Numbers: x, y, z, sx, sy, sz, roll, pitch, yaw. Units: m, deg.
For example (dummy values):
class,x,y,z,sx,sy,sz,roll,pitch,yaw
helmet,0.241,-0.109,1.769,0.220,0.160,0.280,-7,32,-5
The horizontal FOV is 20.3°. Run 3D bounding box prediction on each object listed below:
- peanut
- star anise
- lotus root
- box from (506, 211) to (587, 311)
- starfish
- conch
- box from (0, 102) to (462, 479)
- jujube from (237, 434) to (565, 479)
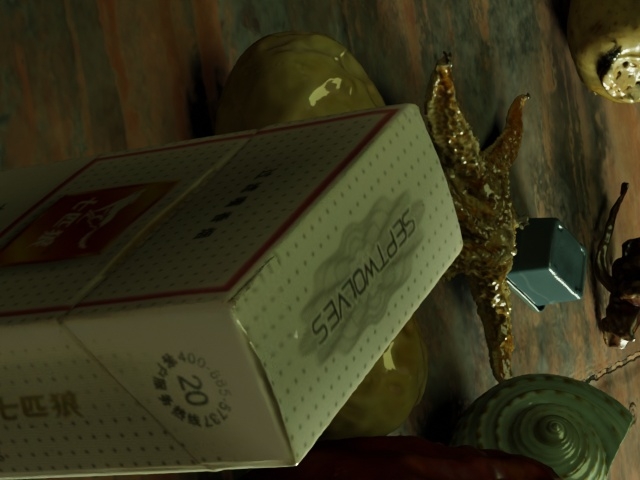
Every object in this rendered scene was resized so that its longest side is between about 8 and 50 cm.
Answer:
class,x,y,z,sx,sy,sz,roll,pitch,yaw
peanut,0.000,0.000,1.300,0.147,0.147,0.306,-3,90,-58
star anise,0.327,0.024,1.904,0.097,0.070,0.191,86,16,-58
lotus root,0.343,-0.277,1.898,0.160,0.146,0.284,64,32,-54
box,0.218,0.019,1.733,0.099,0.054,0.074,40,51,-48
starfish,0.125,-0.045,1.569,0.293,0.084,0.301,33,62,-53
conch,0.175,0.188,1.569,0.131,0.200,0.172,38,59,-9
box,-0.116,0.031,0.931,0.210,0.330,0.095,-48,125,-50
jujube,0.066,0.278,1.275,0.377,0.276,0.276,12,74,-44
